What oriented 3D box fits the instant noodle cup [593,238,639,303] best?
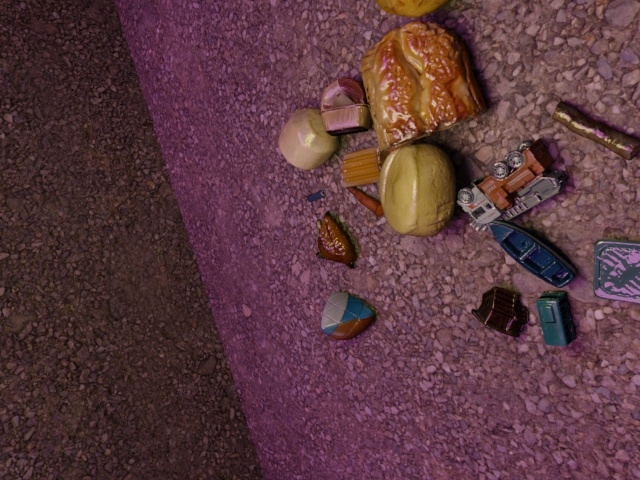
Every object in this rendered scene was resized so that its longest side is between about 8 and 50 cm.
[{"bbox_3d":[0.858,0.082,1.399,0.157,0.070,0.179,8,109,45],"label":"instant noodle cup"}]

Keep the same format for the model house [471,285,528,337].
[{"bbox_3d":[0.626,0.235,1.707,0.166,0.106,0.152,20,110,3],"label":"model house"}]

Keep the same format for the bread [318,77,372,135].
[{"bbox_3d":[0.100,-0.525,1.961,0.225,0.142,0.211,-2,90,30],"label":"bread"}]

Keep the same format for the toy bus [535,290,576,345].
[{"bbox_3d":[0.740,0.245,1.572,0.079,0.092,0.160,-9,96,48],"label":"toy bus"}]

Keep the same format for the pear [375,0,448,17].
[{"bbox_3d":[0.297,-0.848,1.532,0.314,0.314,0.314,19,117,43],"label":"pear"}]

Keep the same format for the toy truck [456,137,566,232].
[{"bbox_3d":[0.584,-0.154,1.581,0.184,0.133,0.338,52,134,5],"label":"toy truck"}]

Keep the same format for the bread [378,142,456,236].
[{"bbox_3d":[0.346,-0.171,1.713,0.320,0.238,0.320,172,90,-76],"label":"bread"}]

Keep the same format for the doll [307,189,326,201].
[{"bbox_3d":[-0.019,-0.206,2.318,0.125,0.027,0.037,-15,92,47],"label":"doll"}]

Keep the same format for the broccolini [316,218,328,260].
[{"bbox_3d":[0.007,-0.002,2.332,0.058,0.074,0.201,3,104,66],"label":"broccolini"}]

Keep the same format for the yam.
[{"bbox_3d":[0.757,-0.307,1.385,0.253,0.061,0.061,44,132,31],"label":"yam"}]

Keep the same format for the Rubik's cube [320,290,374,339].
[{"bbox_3d":[0.110,0.350,2.300,0.254,0.255,0.254,19,117,43],"label":"Rubik's cube"}]

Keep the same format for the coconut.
[{"bbox_3d":[-0.054,-0.428,2.119,0.247,0.245,0.244,-37,75,47],"label":"coconut"}]

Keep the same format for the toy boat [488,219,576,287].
[{"bbox_3d":[0.650,0.027,1.550,0.299,0.062,0.096,39,136,6],"label":"toy boat"}]

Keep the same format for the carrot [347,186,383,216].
[{"bbox_3d":[0.180,-0.180,2.092,0.224,0.057,0.057,43,131,38],"label":"carrot"}]

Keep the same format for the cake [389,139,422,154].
[{"bbox_3d":[0.322,-0.286,1.859,0.117,0.086,0.220,14,112,48],"label":"cake"}]

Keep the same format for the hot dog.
[{"bbox_3d":[0.314,-0.520,1.647,0.368,0.196,0.365,-18,93,16],"label":"hot dog"}]

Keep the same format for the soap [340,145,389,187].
[{"bbox_3d":[0.179,-0.297,2.024,0.232,0.073,0.140,-4,99,49],"label":"soap"}]

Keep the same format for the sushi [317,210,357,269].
[{"bbox_3d":[0.053,0.008,2.234,0.149,0.140,0.287,-38,70,9],"label":"sushi"}]
